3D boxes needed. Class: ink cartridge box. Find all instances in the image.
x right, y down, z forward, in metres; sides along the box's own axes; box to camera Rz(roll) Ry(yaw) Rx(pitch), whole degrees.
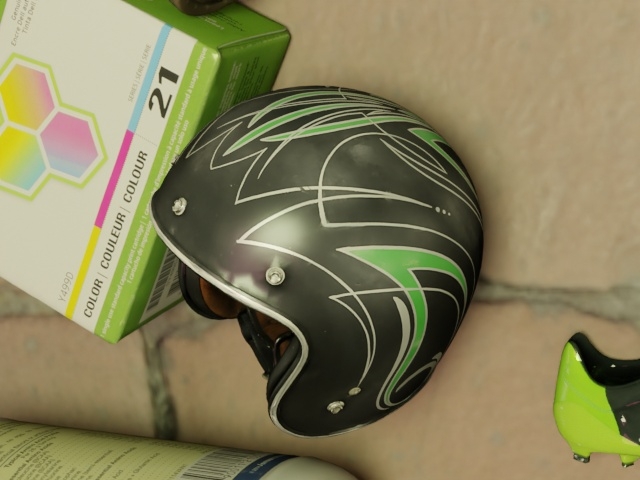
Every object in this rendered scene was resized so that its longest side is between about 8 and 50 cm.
[{"bbox_3d":[-0.172,-0.087,0.741,0.255,0.097,0.189,29,114,13],"label":"ink cartridge box"}]

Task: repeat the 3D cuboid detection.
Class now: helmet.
[{"bbox_3d":[0.000,0.000,0.646,0.169,0.169,0.161,15,131,19],"label":"helmet"}]

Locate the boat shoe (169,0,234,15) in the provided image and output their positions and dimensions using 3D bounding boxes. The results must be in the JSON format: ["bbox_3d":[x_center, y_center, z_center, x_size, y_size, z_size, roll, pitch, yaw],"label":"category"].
[{"bbox_3d":[-0.010,-0.260,0.623,0.104,0.110,0.307,40,107,13],"label":"boat shoe"}]

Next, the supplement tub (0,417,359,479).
[{"bbox_3d":[-0.141,0.229,0.739,0.324,0.235,0.235,3,106,23],"label":"supplement tub"}]

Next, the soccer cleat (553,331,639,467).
[{"bbox_3d":[0.206,0.085,0.645,0.179,0.060,0.072,4,105,26],"label":"soccer cleat"}]
